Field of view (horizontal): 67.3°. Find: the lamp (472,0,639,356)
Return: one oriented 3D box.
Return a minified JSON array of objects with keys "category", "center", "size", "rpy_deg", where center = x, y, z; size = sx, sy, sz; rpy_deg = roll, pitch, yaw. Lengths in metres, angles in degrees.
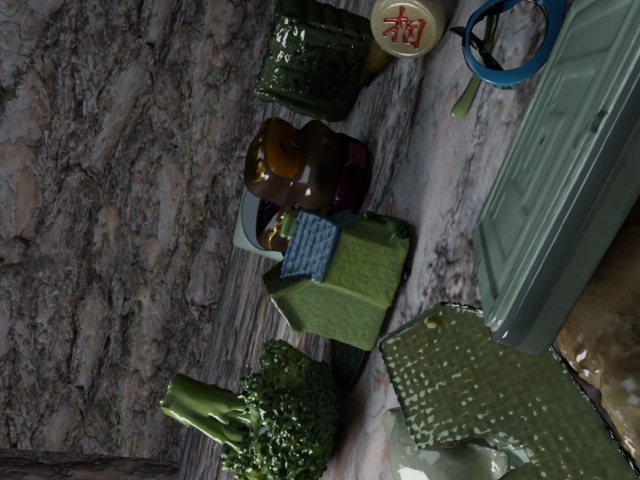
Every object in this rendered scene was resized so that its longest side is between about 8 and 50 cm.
[{"category":"lamp","center":[0.192,-0.077,0.376],"size":[0.269,0.047,0.267],"rpy_deg":[-48,-23,-68]}]

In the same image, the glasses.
[{"category":"glasses","center":[0.190,-0.252,0.581],"size":[0.207,0.102,0.239],"rpy_deg":[139,140,-63]}]

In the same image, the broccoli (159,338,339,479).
[{"category":"broccoli","center":[-0.104,0.305,0.868],"size":[0.249,0.302,0.375],"rpy_deg":[-42,-8,-30]}]

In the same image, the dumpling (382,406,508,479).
[{"category":"dumpling","center":[0.129,0.236,0.469],"size":[0.169,0.099,0.134],"rpy_deg":[-9,97,37]}]

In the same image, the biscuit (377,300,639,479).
[{"category":"biscuit","center":[0.143,0.153,0.383],"size":[0.147,0.046,0.250],"rpy_deg":[-36,43,15]}]

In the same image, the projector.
[{"category":"projector","center":[-0.116,-0.082,1.331],"size":[0.257,0.079,0.260],"rpy_deg":[16,94,39]}]

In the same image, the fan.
[{"category":"fan","center":[0.068,0.118,0.871],"size":[0.223,0.012,0.295],"rpy_deg":[-104,31,-60]}]

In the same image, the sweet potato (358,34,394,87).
[{"category":"sweet potato","center":[0.121,-0.384,0.984],"size":[0.069,0.059,0.249],"rpy_deg":[-63,6,-27]}]

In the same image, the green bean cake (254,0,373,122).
[{"category":"green bean cake","center":[-0.016,-0.413,1.124],"size":[0.255,0.240,0.132],"rpy_deg":[119,152,-43]}]

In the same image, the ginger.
[{"category":"ginger","center":[0.219,0.037,0.341],"size":[0.137,0.074,0.214],"rpy_deg":[128,149,-85]}]

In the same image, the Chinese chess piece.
[{"category":"Chinese chess piece","center":[0.141,-0.356,0.780],"size":[0.051,0.122,0.122],"rpy_deg":[-67,12,-25]}]

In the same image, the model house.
[{"category":"model house","center":[0.010,0.037,0.781],"size":[0.195,0.189,0.214],"rpy_deg":[-127,52,-67]}]

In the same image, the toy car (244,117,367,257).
[{"category":"toy car","center":[-0.061,-0.109,1.045],"size":[0.341,0.240,0.272],"rpy_deg":[-51,29,46]}]
